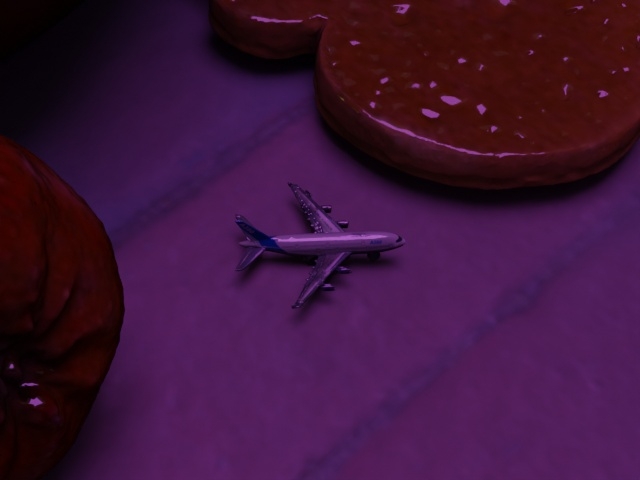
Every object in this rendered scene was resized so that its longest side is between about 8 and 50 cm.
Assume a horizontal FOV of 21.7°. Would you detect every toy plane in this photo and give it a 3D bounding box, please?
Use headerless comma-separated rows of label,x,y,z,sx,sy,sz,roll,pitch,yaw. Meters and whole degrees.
toy plane,-0.001,0.002,0.812,0.084,0.024,0.078,5,50,-9

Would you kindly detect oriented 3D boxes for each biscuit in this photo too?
biscuit,0.048,-0.127,0.906,0.288,0.044,0.202,28,54,18

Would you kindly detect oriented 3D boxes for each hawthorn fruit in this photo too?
hawthorn fruit,-0.191,0.027,0.693,0.200,0.179,0.179,13,48,32

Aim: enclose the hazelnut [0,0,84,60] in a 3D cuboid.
hazelnut,-0.201,-0.251,0.770,0.365,0.366,0.366,2,51,-3
